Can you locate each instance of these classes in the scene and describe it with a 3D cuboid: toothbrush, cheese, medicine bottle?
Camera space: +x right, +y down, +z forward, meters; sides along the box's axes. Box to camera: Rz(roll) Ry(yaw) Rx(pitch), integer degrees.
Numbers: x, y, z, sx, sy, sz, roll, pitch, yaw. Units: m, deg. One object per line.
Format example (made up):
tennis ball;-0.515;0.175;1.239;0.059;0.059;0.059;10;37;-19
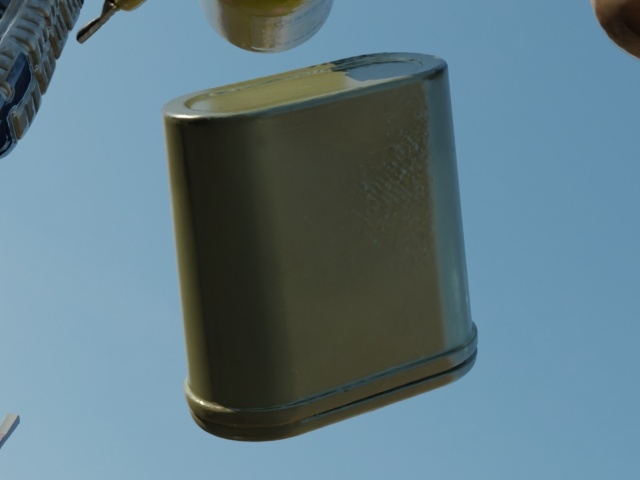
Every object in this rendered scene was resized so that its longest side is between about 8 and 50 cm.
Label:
toothbrush;-0.322;0.217;1.421;0.014;0.194;0.017;6;-65;9
cheese;-0.209;-0.270;1.662;0.162;0.086;0.036;-37;-68;21
medicine bottle;-0.043;-0.239;1.232;0.122;0.121;0.212;32;-11;4

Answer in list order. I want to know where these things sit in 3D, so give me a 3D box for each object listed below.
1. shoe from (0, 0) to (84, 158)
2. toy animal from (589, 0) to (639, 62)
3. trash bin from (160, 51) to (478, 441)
shoe;-0.201;-0.151;0.914;0.106;0.207;0.091;19;-21;5
toy animal;0.310;-0.194;1.142;0.210;0.229;0.221;2;-28;-15
trash bin;0.000;0.000;1.140;0.121;0.243;0.247;25;-54;57
